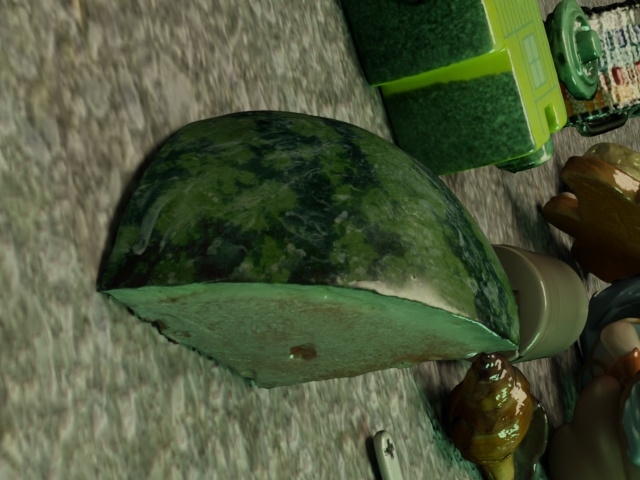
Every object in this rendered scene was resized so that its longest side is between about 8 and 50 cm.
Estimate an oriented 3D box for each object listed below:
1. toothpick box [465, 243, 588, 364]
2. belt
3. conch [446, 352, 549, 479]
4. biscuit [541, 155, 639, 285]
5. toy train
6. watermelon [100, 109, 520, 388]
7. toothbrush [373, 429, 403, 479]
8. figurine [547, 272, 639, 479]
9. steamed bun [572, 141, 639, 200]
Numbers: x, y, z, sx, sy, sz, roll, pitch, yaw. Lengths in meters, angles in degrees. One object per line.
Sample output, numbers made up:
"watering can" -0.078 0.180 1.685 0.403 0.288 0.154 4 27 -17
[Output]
"toothpick box" 0.181 0.061 1.290 0.181 0.111 0.111 7 71 -67
"belt" 0.302 -0.195 1.589 0.257 0.207 0.150 -19 95 -50
"conch" 0.156 0.165 1.224 0.080 0.086 0.232 43 -8 28
"biscuit" 0.367 -0.014 1.645 0.049 0.205 0.324 -61 162 -16
"toy train" 0.124 -0.261 1.280 0.272 0.179 0.442 -37 113 -59
"watermelon" 0.000 0.000 0.885 0.256 0.176 0.260 24 45 -12
"toothbrush" 0.091 0.290 1.056 0.030 0.030 0.304 -26 101 -67
"figurine" 0.384 0.205 1.510 0.388 0.248 0.276 -50 126 -60
"steamed bun" 0.399 -0.053 1.822 0.155 0.141 0.172 56 34 -31
